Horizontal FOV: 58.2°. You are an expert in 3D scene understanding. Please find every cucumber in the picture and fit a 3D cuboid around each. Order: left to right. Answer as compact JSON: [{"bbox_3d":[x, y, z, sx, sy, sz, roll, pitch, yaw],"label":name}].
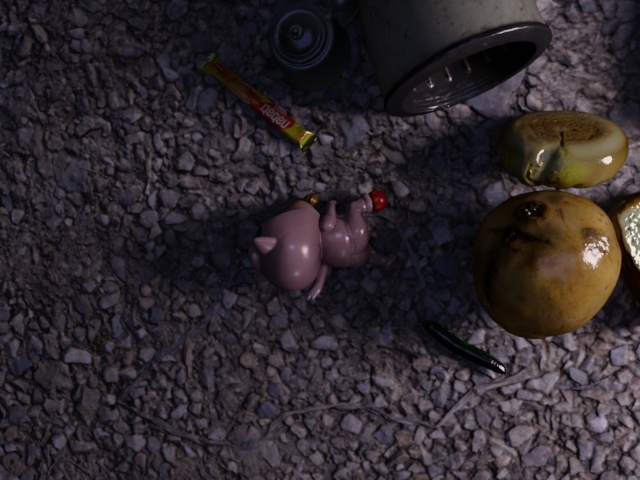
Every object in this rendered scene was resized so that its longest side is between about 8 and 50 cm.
[{"bbox_3d":[0.279,0.211,1.129,0.184,0.033,0.036,30,123,8],"label":"cucumber"}]

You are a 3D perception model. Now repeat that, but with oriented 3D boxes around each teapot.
[{"bbox_3d":[-0.025,-0.387,1.097,0.239,0.149,0.162,-34,85,11],"label":"teapot"}]

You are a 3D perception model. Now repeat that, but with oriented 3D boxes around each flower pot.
[{"bbox_3d":[0.198,-0.422,0.999,0.294,0.293,0.330,-20,82,11],"label":"flower pot"}]

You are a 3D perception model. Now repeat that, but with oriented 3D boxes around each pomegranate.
[{"bbox_3d":[0.383,0.035,0.988,0.261,0.260,0.260,1,93,10],"label":"pomegranate"}]

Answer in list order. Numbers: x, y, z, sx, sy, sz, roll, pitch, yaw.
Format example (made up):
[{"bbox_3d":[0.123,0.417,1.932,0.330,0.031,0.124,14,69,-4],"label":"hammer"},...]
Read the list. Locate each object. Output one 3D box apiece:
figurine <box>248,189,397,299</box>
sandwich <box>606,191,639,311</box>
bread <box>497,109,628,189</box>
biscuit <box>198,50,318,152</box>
[{"bbox_3d":[0.000,0.000,1.129,0.288,0.176,0.186,-13,48,-5],"label":"figurine"},{"bbox_3d":[0.664,0.000,1.016,0.273,0.095,0.248,-26,88,10],"label":"sandwich"},{"bbox_3d":[0.423,-0.158,1.019,0.214,0.213,0.104,-2,129,11],"label":"bread"},{"bbox_3d":[-0.128,-0.284,1.184,0.292,0.026,0.048,39,79,6],"label":"biscuit"}]
